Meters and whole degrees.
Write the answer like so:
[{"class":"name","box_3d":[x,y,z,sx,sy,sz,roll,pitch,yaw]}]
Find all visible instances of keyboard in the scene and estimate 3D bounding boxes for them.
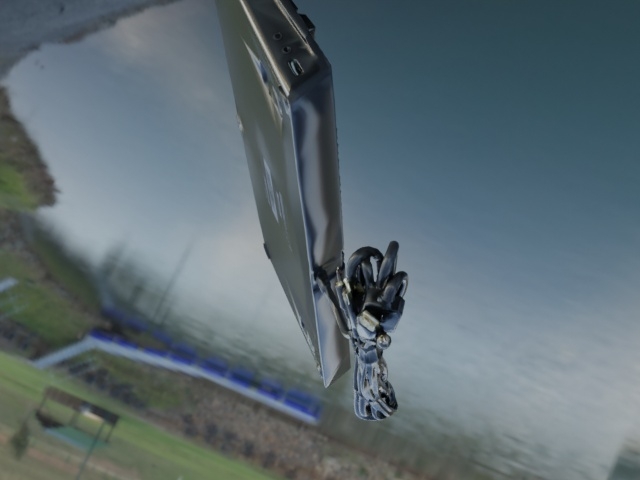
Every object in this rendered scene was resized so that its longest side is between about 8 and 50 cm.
[{"class":"keyboard","box_3d":[0.000,0.000,0.555,0.317,0.033,0.201,83,164,-61]}]
